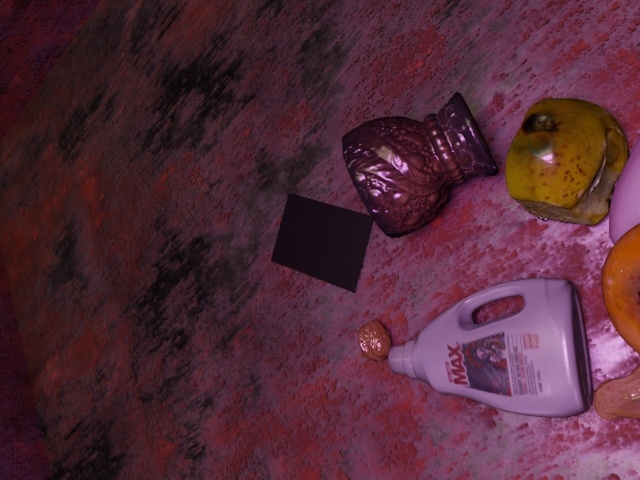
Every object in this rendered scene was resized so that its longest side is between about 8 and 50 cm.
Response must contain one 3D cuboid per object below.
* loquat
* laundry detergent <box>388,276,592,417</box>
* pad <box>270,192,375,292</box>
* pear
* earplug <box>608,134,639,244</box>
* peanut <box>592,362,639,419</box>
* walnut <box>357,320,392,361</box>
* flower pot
[{"bbox_3d":[0.575,0.079,0.873,0.263,0.263,0.263,-6,80,35],"label":"loquat"},{"bbox_3d":[0.325,0.221,1.169,0.398,0.124,0.264,-11,78,37],"label":"laundry detergent"},{"bbox_3d":[0.000,0.000,1.507,0.300,0.005,0.202,17,94,36],"label":"pad"},{"bbox_3d":[0.457,-0.166,1.048,0.164,0.255,0.238,19,89,38],"label":"pear"},{"bbox_3d":[0.606,-0.113,0.994,0.172,0.172,0.301,32,107,35],"label":"earplug"},{"bbox_3d":[0.575,0.261,0.999,0.194,0.083,0.093,-26,82,29],"label":"peanut"},{"bbox_3d":[0.127,0.238,1.336,0.079,0.082,0.096,-45,56,55],"label":"walnut"},{"bbox_3d":[0.221,-0.172,1.230,0.267,0.266,0.266,-26,68,18],"label":"flower pot"}]
